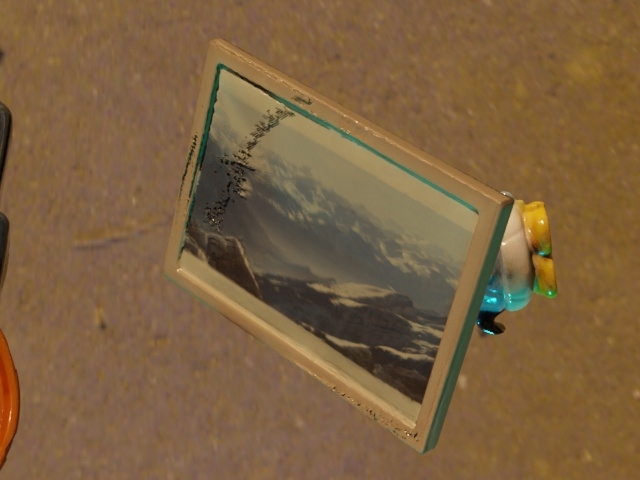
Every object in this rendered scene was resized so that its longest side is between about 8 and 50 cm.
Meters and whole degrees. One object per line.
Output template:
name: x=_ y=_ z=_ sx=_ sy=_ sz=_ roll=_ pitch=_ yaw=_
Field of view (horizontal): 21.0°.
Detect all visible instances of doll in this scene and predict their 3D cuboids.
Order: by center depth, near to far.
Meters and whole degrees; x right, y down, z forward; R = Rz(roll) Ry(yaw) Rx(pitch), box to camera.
doll: x=0.071 y=0.033 z=1.682 sx=0.314 sy=0.141 sz=0.177 roll=-10 pitch=109 yaw=4

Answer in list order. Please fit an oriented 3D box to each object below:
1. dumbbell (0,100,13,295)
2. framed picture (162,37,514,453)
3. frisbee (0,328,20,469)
dumbbell: x=-0.346 y=-0.029 z=1.513 sx=0.144 sy=0.156 sz=0.316 roll=9 pitch=157 yaw=-7
framed picture: x=0.000 y=0.000 z=1.498 sx=0.022 sy=0.335 sz=0.247 roll=-17 pitch=130 yaw=-47
frisbee: x=-0.310 y=0.111 z=1.282 sx=0.035 sy=0.192 sz=0.192 roll=-20 pitch=124 yaw=42
